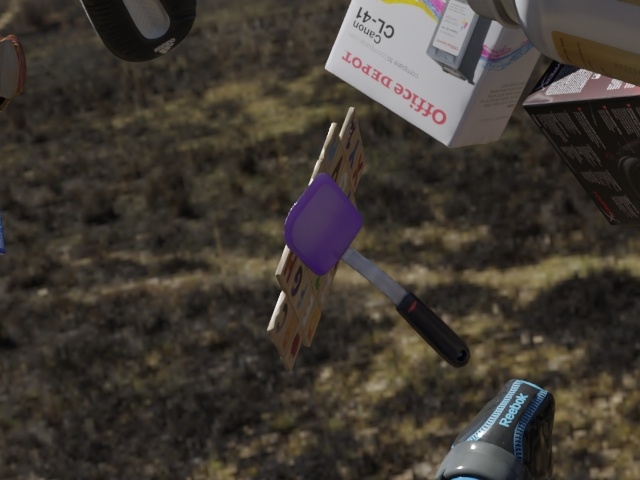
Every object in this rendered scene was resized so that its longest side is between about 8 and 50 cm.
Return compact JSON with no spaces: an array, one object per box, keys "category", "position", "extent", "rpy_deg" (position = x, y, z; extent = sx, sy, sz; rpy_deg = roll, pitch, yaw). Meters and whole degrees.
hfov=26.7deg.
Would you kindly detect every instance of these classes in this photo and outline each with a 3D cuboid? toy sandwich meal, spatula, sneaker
[{"category":"toy sandwich meal","position":[-0.265,-0.127,1.019],"extent":[0.085,0.086,0.029],"rpy_deg":[-12,7,-9]},{"category":"spatula","position":[0.067,0.048,1.422],"extent":[0.084,0.296,0.030],"rpy_deg":[-53,27,-12]},{"category":"sneaker","position":[-0.303,-0.430,1.550],"extent":[0.169,0.448,0.257],"rpy_deg":[-30,50,-10]},{"category":"sneaker","position":[0.189,0.269,1.371],"extent":[0.125,0.341,0.140],"rpy_deg":[25,61,15]}]

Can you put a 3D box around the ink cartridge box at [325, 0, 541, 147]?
[{"category":"ink cartridge box","position":[0.170,-0.299,1.671],"extent":[0.226,0.306,0.131],"rpy_deg":[36,26,27]}]

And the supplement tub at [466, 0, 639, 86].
[{"category":"supplement tub","position":[0.292,-0.229,1.061],"extent":[0.316,0.228,0.228],"rpy_deg":[23,29,27]}]

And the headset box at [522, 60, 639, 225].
[{"category":"headset box","position":[0.412,-0.123,1.530],"extent":[0.293,0.218,0.110],"rpy_deg":[2,50,55]}]

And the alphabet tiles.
[{"category":"alphabet tiles","position":[0.000,0.000,1.870],"extent":[0.011,0.343,0.285],"rpy_deg":[15,-21,13]}]

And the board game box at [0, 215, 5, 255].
[{"category":"board game box","position":[-0.430,-0.149,1.278],"extent":[0.065,0.319,0.318],"rpy_deg":[-13,-10,19]}]
